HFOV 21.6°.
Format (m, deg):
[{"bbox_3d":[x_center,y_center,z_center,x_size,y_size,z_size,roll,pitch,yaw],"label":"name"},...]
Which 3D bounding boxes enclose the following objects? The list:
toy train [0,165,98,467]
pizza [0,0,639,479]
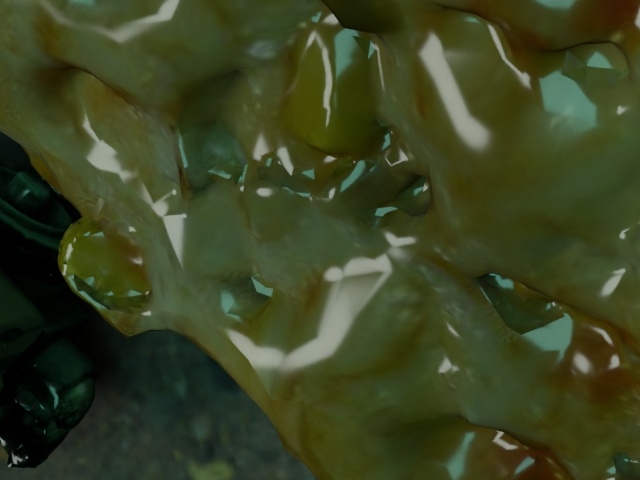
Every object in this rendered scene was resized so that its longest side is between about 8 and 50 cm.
[{"bbox_3d":[-0.198,-0.019,0.641,0.269,0.154,0.115,45,104,8],"label":"toy train"},{"bbox_3d":[0.049,-0.052,0.461,0.435,0.080,0.392,45,132,5],"label":"pizza"}]
